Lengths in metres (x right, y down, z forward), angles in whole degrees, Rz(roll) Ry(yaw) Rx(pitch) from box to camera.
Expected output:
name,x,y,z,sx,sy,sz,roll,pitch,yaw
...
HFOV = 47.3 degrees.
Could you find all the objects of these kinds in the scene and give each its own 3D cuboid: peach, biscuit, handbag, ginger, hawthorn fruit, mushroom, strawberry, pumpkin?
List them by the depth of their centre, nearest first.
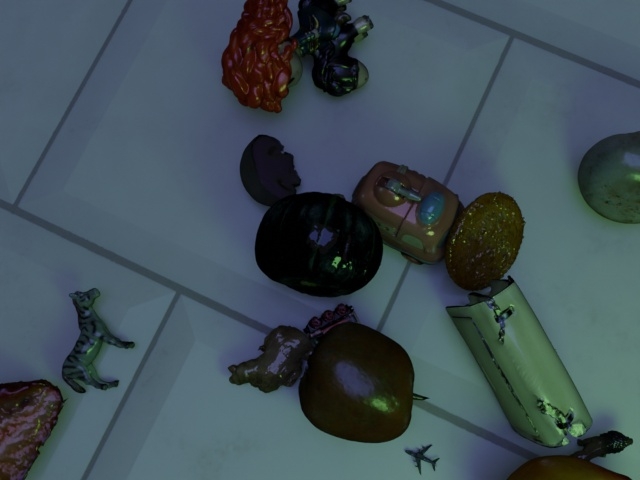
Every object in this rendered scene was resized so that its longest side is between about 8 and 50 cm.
name,x,y,z,sx,sy,sz,roll,pitch,yaw
peach,0.538,0.616,1.601,0.308,0.289,0.289,-20,77,-28
handbag,0.454,0.270,1.664,0.160,0.237,0.358,-29,88,-2
hawthorn fruit,0.103,0.337,1.673,0.301,0.268,0.268,15,79,3
pumpkin,0.000,0.000,1.726,0.315,0.315,0.238,18,73,5
strawberry,-0.776,0.431,1.750,0.253,0.150,0.280,32,78,-13
biscuit,0.399,0.007,1.762,0.254,0.254,0.035,-47,38,-7
ginger,-0.115,0.304,1.785,0.213,0.074,0.137,-39,74,-10
mushroom,0.764,-0.170,1.800,0.243,0.243,0.243,0,79,2
mushroom,-0.142,-0.170,1.862,0.117,0.141,0.188,-23,75,32

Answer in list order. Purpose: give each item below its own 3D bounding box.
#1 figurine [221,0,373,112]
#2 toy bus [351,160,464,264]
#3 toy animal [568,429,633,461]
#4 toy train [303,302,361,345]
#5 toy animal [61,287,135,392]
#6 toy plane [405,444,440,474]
name,x,y,z,sx,sy,sz,roll,pitch,yaw
figurine,-0.056,-0.491,1.887,0.411,0.241,0.306,-9,102,-18
toy bus,0.215,-0.081,1.774,0.287,0.232,0.194,29,78,10
toy animal,0.625,0.506,1.723,0.220,0.086,0.069,-39,76,13
toy train,0.029,0.213,1.803,0.138,0.050,0.087,-25,77,-12
toy animal,-0.545,0.251,1.808,0.170,0.090,0.255,4,76,7
toy plane,0.243,0.521,1.752,0.084,0.024,0.078,24,62,7
